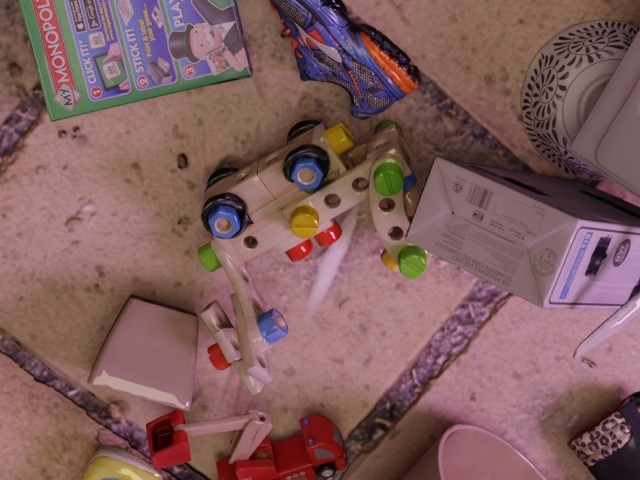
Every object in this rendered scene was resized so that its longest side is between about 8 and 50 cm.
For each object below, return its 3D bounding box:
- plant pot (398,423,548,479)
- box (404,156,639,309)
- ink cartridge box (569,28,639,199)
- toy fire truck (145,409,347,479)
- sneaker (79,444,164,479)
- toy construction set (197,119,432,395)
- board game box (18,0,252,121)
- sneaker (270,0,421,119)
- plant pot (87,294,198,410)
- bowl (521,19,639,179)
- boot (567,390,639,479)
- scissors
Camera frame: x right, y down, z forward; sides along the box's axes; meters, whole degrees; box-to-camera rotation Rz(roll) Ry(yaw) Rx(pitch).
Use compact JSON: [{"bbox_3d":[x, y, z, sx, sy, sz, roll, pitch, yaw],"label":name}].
[{"bbox_3d":[0.117,0.376,1.756,0.256,0.256,0.274,44,114,-11],"label":"plant pot"},{"bbox_3d":[0.234,-0.003,1.613,0.169,0.290,0.087,27,103,32],"label":"box"},{"bbox_3d":[0.428,-0.090,1.617,0.270,0.197,0.198,22,103,-34],"label":"ink cartridge box"},{"bbox_3d":[-0.075,0.217,1.760,0.192,0.047,0.135,-17,137,2],"label":"toy fire truck"},{"bbox_3d":[-0.163,0.326,1.781,0.240,0.091,0.126,31,77,2],"label":"sneaker"},{"bbox_3d":[0.000,0.000,1.704,0.327,0.151,0.215,-36,114,4],"label":"toy construction set"},{"bbox_3d":[-0.207,-0.297,1.671,0.213,0.046,0.317,-12,103,2],"label":"board game box"},{"bbox_3d":[-0.004,-0.204,1.685,0.221,0.083,0.087,41,106,-7],"label":"sneaker"},{"bbox_3d":[-0.178,0.113,1.741,0.109,0.109,0.096,16,89,-6],"label":"plant pot"},{"bbox_3d":[0.296,-0.139,1.709,0.170,0.080,0.170,0,102,-2],"label":"bowl"},{"bbox_3d":[0.397,0.230,1.765,0.236,0.085,0.178,-36,84,18],"label":"boot"},{"bbox_3d":[0.350,0.013,1.493,0.109,0.021,0.297,36,94,-37],"label":"scissors"}]
